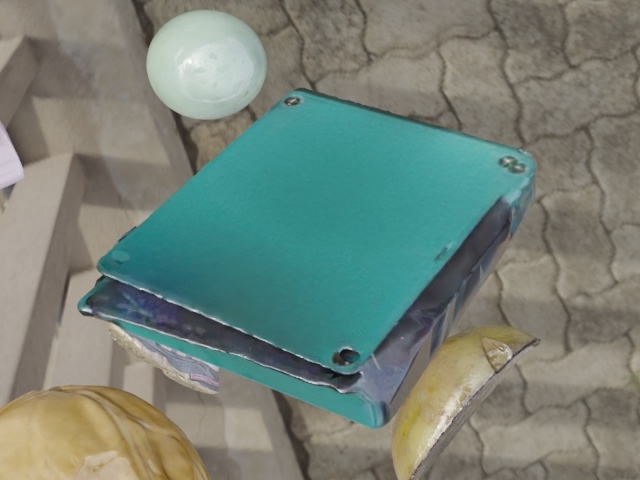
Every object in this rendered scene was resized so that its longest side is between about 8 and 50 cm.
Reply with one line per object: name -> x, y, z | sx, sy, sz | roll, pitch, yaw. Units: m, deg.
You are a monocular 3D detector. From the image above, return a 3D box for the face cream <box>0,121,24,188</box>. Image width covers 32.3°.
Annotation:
face cream -> -0.446, -0.055, 1.129 | 0.269, 0.073, 0.107 | -27, 70, -19

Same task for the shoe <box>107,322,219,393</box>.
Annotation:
shoe -> -0.190, 0.130, 1.462 | 0.180, 0.089, 0.092 | 36, 72, -28

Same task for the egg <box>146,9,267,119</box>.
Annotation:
egg -> -0.155, -0.240, 1.509 | 0.149, 0.192, 0.149 | -4, 96, -42

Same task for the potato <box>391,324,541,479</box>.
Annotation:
potato -> 0.145, 0.187, 1.357 | 0.100, 0.120, 0.261 | 41, 93, 23

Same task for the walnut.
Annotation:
walnut -> -0.131, 0.178, 0.621 | 0.165, 0.165, 0.197 | -7, 80, -6

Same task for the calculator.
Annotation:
calculator -> 0.000, 0.000, 0.800 | 0.248, 0.274, 0.058 | 18, 138, 27
